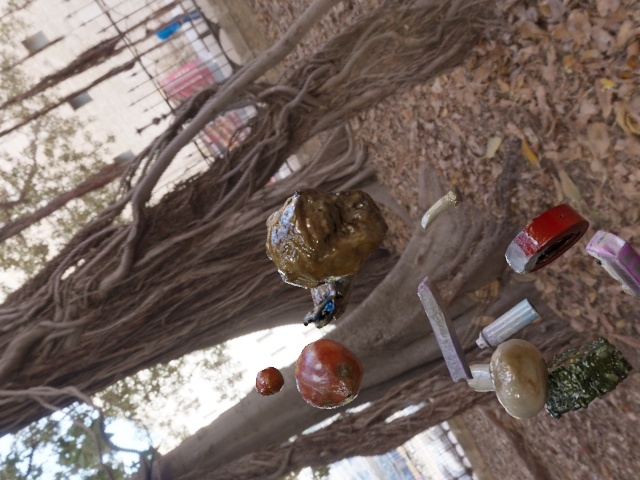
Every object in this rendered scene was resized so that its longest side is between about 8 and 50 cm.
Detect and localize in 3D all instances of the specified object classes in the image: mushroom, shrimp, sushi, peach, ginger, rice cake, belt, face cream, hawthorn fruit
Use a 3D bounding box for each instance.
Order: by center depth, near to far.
[{"bbox_3d":[0.001,0.003,1.195,0.223,0.269,0.200,-51,44,49],"label":"ginger"},{"bbox_3d":[0.019,0.114,1.575,0.221,0.110,0.445,37,-151,-15],"label":"shrimp"},{"bbox_3d":[0.034,0.455,1.664,0.232,0.232,0.257,60,170,-22],"label":"peach"},{"bbox_3d":[0.642,0.297,1.719,0.075,0.229,0.075,40,-159,-19],"label":"face cream"},{"bbox_3d":[0.431,0.318,1.731,0.070,0.064,0.398,-28,-84,-58],"label":"rice cake"},{"bbox_3d":[0.683,0.509,1.841,0.293,0.290,0.292,18,-114,-47],"label":"mushroom"},{"bbox_3d":[0.879,-0.003,1.942,0.115,0.324,0.227,57,-173,37],"label":"belt"},{"bbox_3d":[1.032,0.525,1.949,0.178,0.352,0.294,58,144,16],"label":"sushi"},{"bbox_3d":[-0.216,0.587,2.072,0.128,0.128,0.128,58,177,5],"label":"hawthorn fruit"},{"bbox_3d":[0.531,-0.135,2.217,0.071,0.209,0.084,50,-174,26],"label":"mushroom"}]

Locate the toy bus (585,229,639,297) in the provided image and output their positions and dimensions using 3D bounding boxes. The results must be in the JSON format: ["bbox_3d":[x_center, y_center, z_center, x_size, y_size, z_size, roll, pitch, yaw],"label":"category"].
[{"bbox_3d":[0.969,0.079,1.576,0.274,0.090,0.112,37,179,-23],"label":"toy bus"}]
